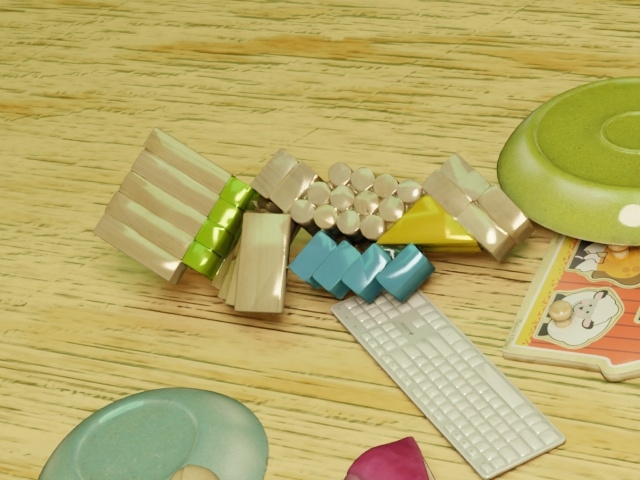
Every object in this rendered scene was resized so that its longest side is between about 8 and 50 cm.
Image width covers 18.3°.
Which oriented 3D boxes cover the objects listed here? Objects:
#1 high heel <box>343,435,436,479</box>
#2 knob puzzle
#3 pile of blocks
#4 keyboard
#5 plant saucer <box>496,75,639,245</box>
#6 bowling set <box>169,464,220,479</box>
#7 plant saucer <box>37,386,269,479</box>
[{"bbox_3d":[0.106,0.207,1.379,0.244,0.082,0.117,14,46,46],"label":"high heel"},{"bbox_3d":[0.257,0.035,1.567,0.213,0.030,0.213,-11,37,9],"label":"knob puzzle"},{"bbox_3d":[0.000,0.000,1.667,0.362,0.112,0.149,5,79,16],"label":"pile of blocks"},{"bbox_3d":[0.095,0.102,1.561,0.072,0.014,0.256,-28,38,-13],"label":"keyboard"},{"bbox_3d":[0.267,-0.077,1.666,0.241,0.037,0.241,-4,35,3],"label":"plant saucer"},{"bbox_3d":[-0.030,0.237,1.239,0.200,0.154,0.287,-5,24,10],"label":"bowling set"},{"bbox_3d":[-0.138,0.172,1.550,0.195,0.037,0.195,-11,38,8],"label":"plant saucer"}]
